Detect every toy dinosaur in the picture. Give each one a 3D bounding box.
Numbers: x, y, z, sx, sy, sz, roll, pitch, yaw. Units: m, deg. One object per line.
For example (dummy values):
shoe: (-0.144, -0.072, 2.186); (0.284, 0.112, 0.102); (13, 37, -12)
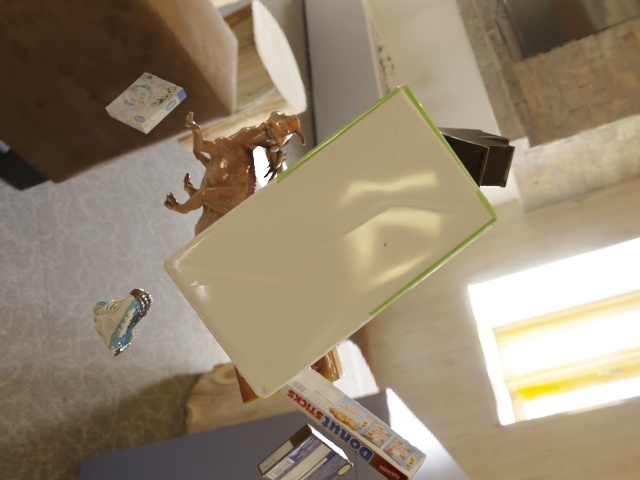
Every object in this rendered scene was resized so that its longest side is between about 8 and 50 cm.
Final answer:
toy dinosaur: (-0.156, -0.110, 1.159); (0.127, 0.200, 0.295); (-60, 168, -82)

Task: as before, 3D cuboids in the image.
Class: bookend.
bookend: (0.230, -0.118, 0.939); (0.157, 0.156, 0.072); (-4, 111, -35)

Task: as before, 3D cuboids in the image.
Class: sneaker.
sneaker: (-0.349, 0.127, 1.083); (0.083, 0.190, 0.071); (42, 44, 3)

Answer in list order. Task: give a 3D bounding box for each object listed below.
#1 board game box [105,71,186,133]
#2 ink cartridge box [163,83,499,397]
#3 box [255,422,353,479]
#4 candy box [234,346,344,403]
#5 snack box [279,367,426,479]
board game box: (-0.268, -0.212, 0.977); (0.090, 0.090, 0.020); (-49, 148, -21)
ink cartridge box: (0.000, 0.000, 0.589); (0.119, 0.207, 0.353); (53, -2, -2)
box: (-0.028, 0.480, 1.359); (0.036, 0.136, 0.225); (48, -4, 44)
candy box: (-0.062, 0.218, 1.145); (0.053, 0.187, 0.109); (11, 62, -69)
snack box: (0.038, 0.216, 0.751); (0.178, 0.022, 0.064); (33, 19, 20)
